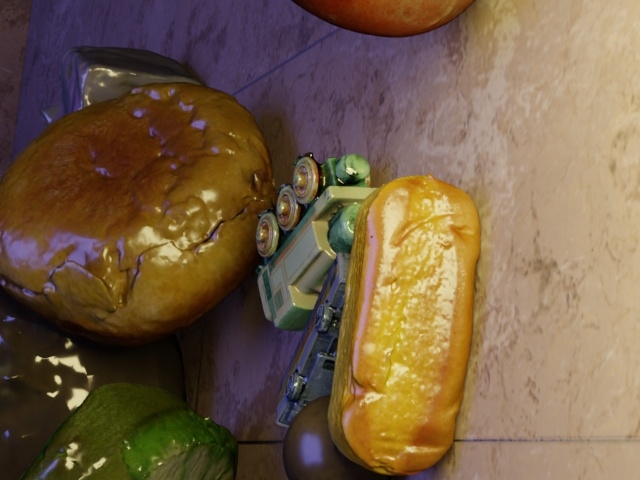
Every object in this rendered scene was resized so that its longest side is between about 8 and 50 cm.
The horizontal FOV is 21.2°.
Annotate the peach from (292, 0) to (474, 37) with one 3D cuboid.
[{"bbox_3d":[0.051,-0.296,1.406,0.252,0.252,0.252,-171,90,-70],"label":"peach"}]

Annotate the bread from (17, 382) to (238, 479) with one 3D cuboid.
[{"bbox_3d":[-0.244,0.332,1.781,0.382,0.129,0.366,-43,-27,-36],"label":"bread"}]

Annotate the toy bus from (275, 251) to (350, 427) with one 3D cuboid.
[{"bbox_3d":[0.014,0.097,1.584,0.075,0.064,0.190,-88,17,-56],"label":"toy bus"}]

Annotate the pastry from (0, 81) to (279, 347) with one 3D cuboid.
[{"bbox_3d":[-0.209,-0.038,1.904,0.164,0.356,0.356,58,-162,-48],"label":"pastry"}]

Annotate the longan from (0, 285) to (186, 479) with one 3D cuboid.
[{"bbox_3d":[-0.358,0.180,2.098,0.391,0.391,0.391,-171,90,-70],"label":"longan"}]

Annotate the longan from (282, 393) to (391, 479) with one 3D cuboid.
[{"bbox_3d":[0.016,0.190,1.488,0.113,0.092,0.113,6,98,51],"label":"longan"}]

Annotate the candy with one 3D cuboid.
[{"bbox_3d":[-0.268,-0.182,2.306,0.195,0.185,0.137,-137,54,-67],"label":"candy"}]

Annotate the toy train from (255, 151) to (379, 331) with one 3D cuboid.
[{"bbox_3d":[0.000,0.000,1.645,0.194,0.080,0.125,-51,46,51],"label":"toy train"}]

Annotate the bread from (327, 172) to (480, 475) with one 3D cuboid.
[{"bbox_3d":[0.066,0.067,1.388,0.094,0.102,0.245,176,104,-72],"label":"bread"}]
